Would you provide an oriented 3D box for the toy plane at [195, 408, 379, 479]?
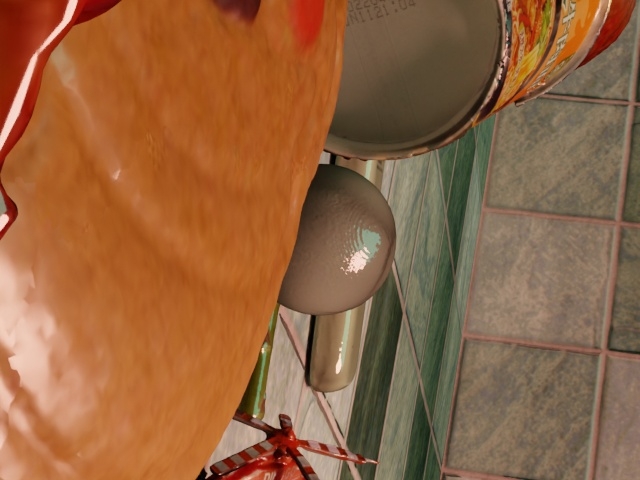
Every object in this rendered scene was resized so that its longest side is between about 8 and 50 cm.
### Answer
[{"bbox_3d":[-0.051,0.149,0.812,0.077,0.126,0.194,-58,177,16],"label":"toy plane"}]

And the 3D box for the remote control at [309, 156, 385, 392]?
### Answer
[{"bbox_3d":[0.029,-0.021,1.243,0.090,0.038,0.309,15,82,-80],"label":"remote control"}]

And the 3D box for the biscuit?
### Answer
[{"bbox_3d":[-0.064,-0.109,0.561,0.350,0.078,0.455,56,41,-64],"label":"biscuit"}]

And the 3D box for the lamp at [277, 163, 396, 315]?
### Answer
[{"bbox_3d":[0.000,0.000,0.953,0.105,0.105,0.105,6,90,-78],"label":"lamp"}]

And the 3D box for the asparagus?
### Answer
[{"bbox_3d":[-0.030,0.008,1.013,0.025,0.024,0.248,-18,-124,55],"label":"asparagus"}]

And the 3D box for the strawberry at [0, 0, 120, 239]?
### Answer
[{"bbox_3d":[-0.100,-0.142,0.285,0.253,0.150,0.280,-35,148,-30],"label":"strawberry"}]

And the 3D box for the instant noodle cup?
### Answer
[{"bbox_3d":[0.058,-0.161,0.901,0.182,0.230,0.230,-47,143,-58],"label":"instant noodle cup"}]

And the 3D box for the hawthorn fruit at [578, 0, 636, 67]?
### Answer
[{"bbox_3d":[0.115,-0.259,1.133,0.254,0.254,0.300,20,50,-78],"label":"hawthorn fruit"}]
